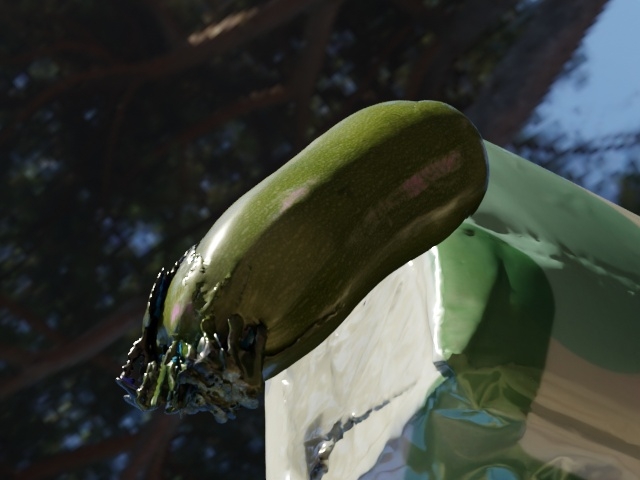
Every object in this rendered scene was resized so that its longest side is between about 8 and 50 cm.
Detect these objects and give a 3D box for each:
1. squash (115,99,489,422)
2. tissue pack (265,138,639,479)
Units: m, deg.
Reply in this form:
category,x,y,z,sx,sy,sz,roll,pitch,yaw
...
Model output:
category,x,y,z,sx,sy,sz,roll,pitch,yaw
squash,0.000,0.000,0.560,0.052,0.052,0.183,54,-141,-2
tissue pack,0.157,0.114,0.988,0.356,0.194,0.266,25,-153,-16
